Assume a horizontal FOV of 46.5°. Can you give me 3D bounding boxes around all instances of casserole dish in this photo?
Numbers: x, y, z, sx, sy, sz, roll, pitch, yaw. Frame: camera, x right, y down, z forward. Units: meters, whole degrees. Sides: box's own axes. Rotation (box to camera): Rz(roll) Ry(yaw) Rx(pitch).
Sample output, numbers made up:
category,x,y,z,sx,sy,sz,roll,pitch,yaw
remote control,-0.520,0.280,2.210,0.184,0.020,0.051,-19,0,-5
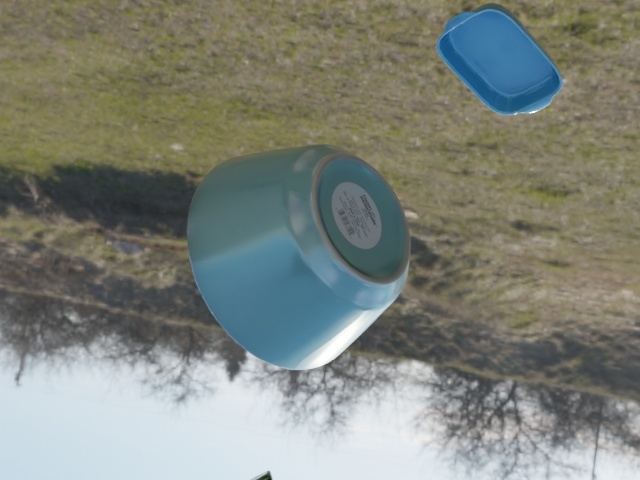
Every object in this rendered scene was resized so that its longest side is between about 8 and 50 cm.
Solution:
category,x,y,z,sx,sy,sz,roll,pitch,yaw
casserole dish,0.240,-0.244,0.993,0.188,0.037,0.114,38,141,-26

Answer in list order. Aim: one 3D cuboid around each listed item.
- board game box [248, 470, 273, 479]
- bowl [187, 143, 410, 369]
category,x,y,z,sx,sy,sz,roll,pitch,yaw
board game box,-0.129,0.310,0.449,0.317,0.213,0.046,-25,171,-10
bowl,0.000,0.000,0.972,0.312,0.311,0.163,13,152,-42
